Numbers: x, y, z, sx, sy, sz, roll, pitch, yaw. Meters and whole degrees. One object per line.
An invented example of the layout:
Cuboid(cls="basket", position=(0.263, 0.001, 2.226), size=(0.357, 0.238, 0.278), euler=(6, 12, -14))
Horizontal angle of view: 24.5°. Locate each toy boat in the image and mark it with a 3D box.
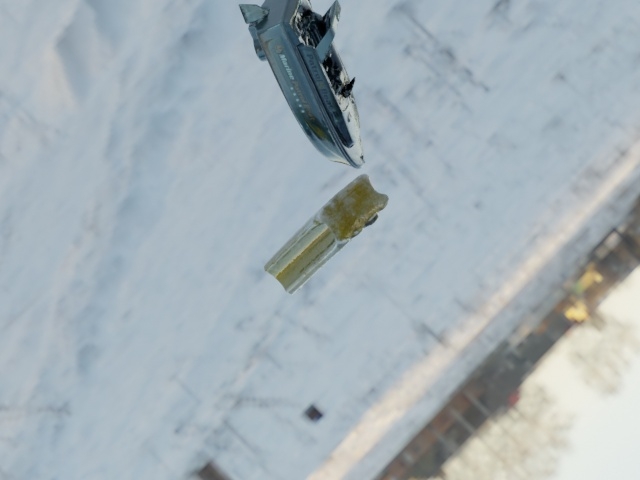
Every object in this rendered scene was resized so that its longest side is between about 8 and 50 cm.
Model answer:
Cuboid(cls="toy boat", position=(0.002, -0.177, 1.666), size=(0.103, 0.246, 0.093), euler=(-13, -143, 20))

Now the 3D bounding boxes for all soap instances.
Cuboid(cls="soap", position=(0.000, 0.000, 2.307), size=(0.140, 0.073, 0.232), euler=(-40, 178, -38))
